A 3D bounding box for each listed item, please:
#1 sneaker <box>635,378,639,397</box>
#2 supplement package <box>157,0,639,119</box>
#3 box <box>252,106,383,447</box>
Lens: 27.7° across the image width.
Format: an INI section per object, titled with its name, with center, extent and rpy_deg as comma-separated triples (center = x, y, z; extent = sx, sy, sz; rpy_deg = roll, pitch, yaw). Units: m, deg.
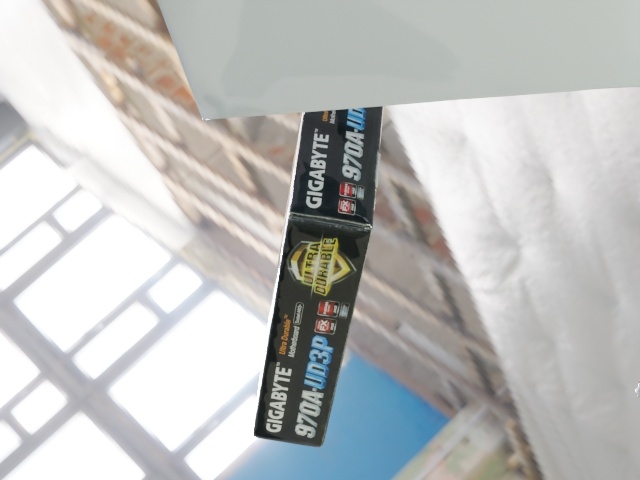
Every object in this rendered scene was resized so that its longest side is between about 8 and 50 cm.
[sneaker]
center = 0.291, 0.132, 1.028
extent = 0.070, 0.051, 0.134
rpy_deg = 21, -34, 39
[supplement package]
center = 0.034, -0.219, 0.561
extent = 0.198, 0.262, 0.199
rpy_deg = -3, -39, 11
[box]
center = 0.000, 0.000, 0.834
extent = 0.051, 0.175, 0.220
rpy_deg = 9, -43, -2
